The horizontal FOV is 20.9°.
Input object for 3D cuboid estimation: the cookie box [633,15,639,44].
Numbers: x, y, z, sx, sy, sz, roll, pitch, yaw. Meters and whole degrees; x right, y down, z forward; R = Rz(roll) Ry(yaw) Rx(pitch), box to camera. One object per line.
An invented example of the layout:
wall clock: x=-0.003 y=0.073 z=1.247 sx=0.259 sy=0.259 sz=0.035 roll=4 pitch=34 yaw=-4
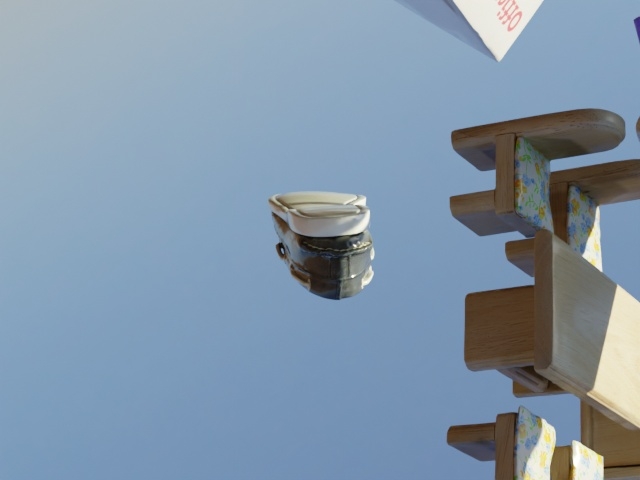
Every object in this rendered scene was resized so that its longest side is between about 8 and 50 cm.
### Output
cookie box: x=0.424 y=-0.229 z=2.081 sx=0.040 sy=0.107 sz=0.092 roll=-12 pitch=176 yaw=-20

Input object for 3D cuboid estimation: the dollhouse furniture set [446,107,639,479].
dollhouse furniture set: x=0.189 y=0.064 z=0.955 sx=0.161 sy=0.242 sz=0.212 roll=-8 pitch=-112 yaw=28

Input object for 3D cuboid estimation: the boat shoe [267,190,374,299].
boat shoe: x=0.000 y=0.000 z=1.878 sx=0.114 sy=0.091 sz=0.302 roll=-2 pitch=-172 yaw=1

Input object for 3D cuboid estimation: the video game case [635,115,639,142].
video game case: x=0.387 y=-0.129 z=0.965 sx=0.300 sy=0.036 sz=0.329 roll=27 pitch=-106 yaw=37

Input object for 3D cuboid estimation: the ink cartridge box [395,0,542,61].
ink cartridge box: x=0.147 y=-0.310 z=1.269 sx=0.307 sy=0.129 sz=0.223 roll=-55 pitch=160 yaw=2
